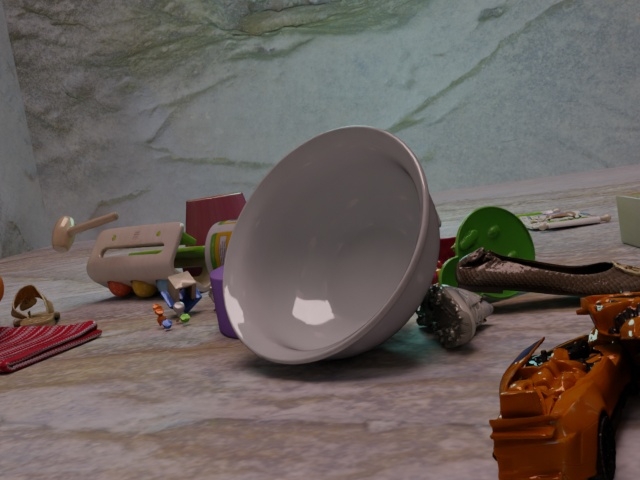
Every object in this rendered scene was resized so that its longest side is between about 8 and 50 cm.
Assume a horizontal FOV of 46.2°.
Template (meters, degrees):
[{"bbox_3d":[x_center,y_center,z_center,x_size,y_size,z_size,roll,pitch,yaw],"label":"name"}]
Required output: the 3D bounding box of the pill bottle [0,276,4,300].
[{"bbox_3d":[-0.613,0.104,1.212,0.130,0.131,0.246,-9,10,7],"label":"pill bottle"}]

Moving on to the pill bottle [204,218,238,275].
[{"bbox_3d":[-0.085,0.018,1.432,0.245,0.136,0.136,-6,7,24],"label":"pill bottle"}]

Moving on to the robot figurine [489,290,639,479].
[{"bbox_3d":[0.236,0.096,0.545,0.211,0.085,0.291,-8,7,30],"label":"robot figurine"}]

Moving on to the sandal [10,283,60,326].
[{"bbox_3d":[-0.549,0.123,1.438,0.088,0.079,0.240,-12,7,-22],"label":"sandal"}]

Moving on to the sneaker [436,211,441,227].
[{"bbox_3d":[0.125,-0.017,1.574,0.297,0.129,0.111,-30,9,47],"label":"sneaker"}]

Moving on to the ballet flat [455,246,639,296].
[{"bbox_3d":[0.298,0.039,0.957,0.249,0.058,0.084,1,2,11],"label":"ballet flat"}]

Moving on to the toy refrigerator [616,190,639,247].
[{"bbox_3d":[0.562,-0.034,1.152,0.102,0.094,0.269,-10,6,0],"label":"toy refrigerator"}]

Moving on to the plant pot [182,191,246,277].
[{"bbox_3d":[-0.224,-0.012,1.693,0.201,0.180,0.201,-9,6,1],"label":"plant pot"}]

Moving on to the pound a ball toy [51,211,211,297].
[{"bbox_3d":[-0.396,0.039,1.554,0.319,0.136,0.208,-4,-27,37],"label":"pound a ball toy"}]

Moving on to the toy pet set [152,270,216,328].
[{"bbox_3d":[-0.228,0.114,1.263,0.122,0.065,0.114,-17,44,-29],"label":"toy pet set"}]

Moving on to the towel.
[{"bbox_3d":[-0.520,0.171,1.213,0.274,0.031,0.199,-5,9,29],"label":"towel"}]

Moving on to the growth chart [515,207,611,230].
[{"bbox_3d":[0.513,-0.047,1.644,0.171,0.021,0.237,-9,7,-8],"label":"growth chart"}]

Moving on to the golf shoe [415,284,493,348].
[{"bbox_3d":[0.167,0.080,0.885,0.086,0.069,0.176,-4,7,-4],"label":"golf shoe"}]

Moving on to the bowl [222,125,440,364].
[{"bbox_3d":[0.032,0.023,0.903,0.297,0.298,0.134,-4,-26,41],"label":"bowl"}]

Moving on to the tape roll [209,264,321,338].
[{"bbox_3d":[-0.025,0.069,1.136,0.274,0.090,0.275,-9,6,1],"label":"tape roll"}]

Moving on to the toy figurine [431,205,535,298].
[{"bbox_3d":[0.199,0.042,1.093,0.173,0.130,0.159,-40,5,-24],"label":"toy figurine"}]
